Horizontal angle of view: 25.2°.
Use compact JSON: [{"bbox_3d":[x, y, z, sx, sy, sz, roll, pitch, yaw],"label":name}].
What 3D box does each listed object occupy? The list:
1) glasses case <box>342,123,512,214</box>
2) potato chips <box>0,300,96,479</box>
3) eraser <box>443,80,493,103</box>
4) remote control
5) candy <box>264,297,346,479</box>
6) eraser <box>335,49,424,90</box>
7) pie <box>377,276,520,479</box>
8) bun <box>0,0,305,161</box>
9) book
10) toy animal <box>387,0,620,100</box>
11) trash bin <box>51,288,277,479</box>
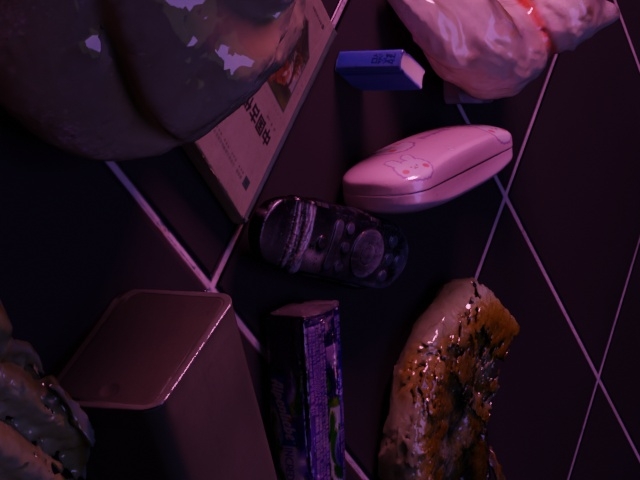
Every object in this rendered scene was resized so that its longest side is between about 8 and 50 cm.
[{"bbox_3d":[0.133,-0.088,1.723,0.297,0.113,0.075,-26,113,-55],"label":"glasses case"},{"bbox_3d":[-0.310,0.216,1.053,0.373,0.097,0.389,-61,140,-47],"label":"potato chips"},{"bbox_3d":[0.197,-0.212,1.895,0.105,0.026,0.065,-7,96,-58],"label":"eraser"},{"bbox_3d":[0.000,0.000,1.572,0.266,0.066,0.090,15,89,-53],"label":"remote control"},{"bbox_3d":[-0.014,0.221,1.568,0.088,0.061,0.312,-17,108,-58],"label":"candy"},{"bbox_3d":[0.068,-0.194,1.634,0.063,0.084,0.027,31,67,-56],"label":"eraser"},{"bbox_3d":[0.169,0.234,1.852,0.296,0.078,0.371,-5,98,-57],"label":"pie"},{"bbox_3d":[-0.136,-0.244,1.179,0.365,0.219,0.365,-1,91,-55],"label":"bun"},{"bbox_3d":[-0.071,-0.188,1.470,0.215,0.025,0.283,59,44,-45],"label":"book"},{"bbox_3d":[0.229,-0.297,1.783,0.308,0.188,0.266,52,48,-40],"label":"toy animal"},{"bbox_3d":[-0.132,0.189,1.309,0.164,0.122,0.240,-57,141,-49],"label":"trash bin"}]
